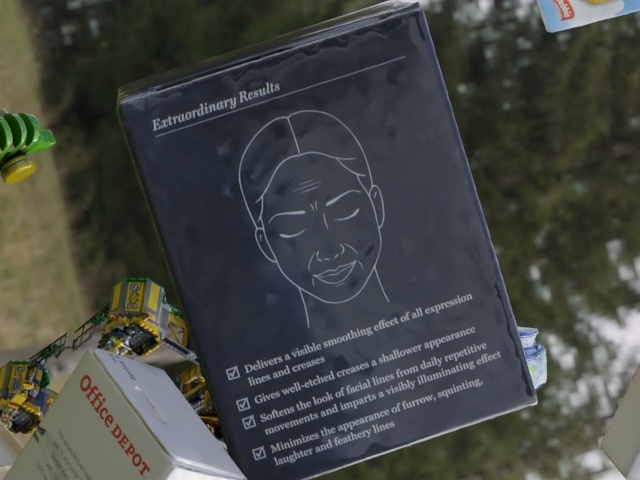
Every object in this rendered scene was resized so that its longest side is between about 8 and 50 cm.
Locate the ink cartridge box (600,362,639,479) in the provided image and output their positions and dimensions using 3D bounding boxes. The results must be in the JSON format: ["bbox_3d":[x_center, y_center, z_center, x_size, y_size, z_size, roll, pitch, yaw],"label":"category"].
[{"bbox_3d":[0.427,0.187,1.810,0.100,0.237,0.172,-119,-128,-74],"label":"ink cartridge box"}]

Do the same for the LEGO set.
[{"bbox_3d":[-0.228,0.215,2.065,0.255,0.331,0.192,41,36,-33],"label":"LEGO set"}]

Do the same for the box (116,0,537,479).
[{"bbox_3d":[0.000,0.000,1.753,0.212,0.294,0.395,-126,-161,-79],"label":"box"}]

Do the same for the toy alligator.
[{"bbox_3d":[-0.279,-0.070,1.415,0.051,0.190,0.056,-44,-110,46],"label":"toy alligator"}]

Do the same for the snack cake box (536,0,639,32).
[{"bbox_3d":[0.175,-0.307,1.381,0.264,0.089,0.152,61,22,-47],"label":"snack cake box"}]

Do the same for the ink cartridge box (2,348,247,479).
[{"bbox_3d":[-0.181,0.224,1.498,0.093,0.219,0.160,21,20,-45],"label":"ink cartridge box"}]

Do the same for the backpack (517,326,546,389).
[{"bbox_3d":[0.218,0.148,2.224,0.114,0.105,0.084,-23,110,-72],"label":"backpack"}]

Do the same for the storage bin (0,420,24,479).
[{"bbox_3d":[-0.430,0.288,1.886,0.260,0.262,0.123,45,25,16],"label":"storage bin"}]
